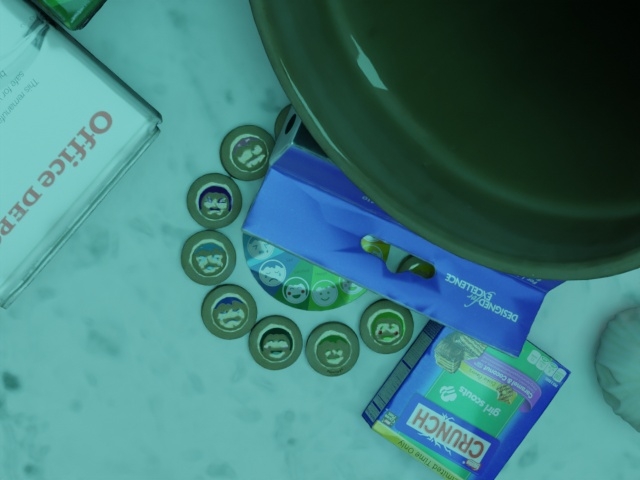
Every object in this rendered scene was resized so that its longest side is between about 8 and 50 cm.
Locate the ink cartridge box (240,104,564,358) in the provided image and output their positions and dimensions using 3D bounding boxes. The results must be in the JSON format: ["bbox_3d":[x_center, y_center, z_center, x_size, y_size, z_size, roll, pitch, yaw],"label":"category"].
[{"bbox_3d":[0.083,-0.058,1.210,0.206,0.045,0.208,24,82,-10],"label":"ink cartridge box"}]

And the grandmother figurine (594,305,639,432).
[{"bbox_3d":[0.350,0.112,1.270,0.342,0.104,0.207,11,69,-6],"label":"grandmother figurine"}]

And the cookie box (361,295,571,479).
[{"bbox_3d":[0.096,0.102,1.257,0.092,0.040,0.107,35,92,-10],"label":"cookie box"}]

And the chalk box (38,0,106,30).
[{"bbox_3d":[-0.111,-0.286,1.105,0.179,0.180,0.289,43,90,-11],"label":"chalk box"}]

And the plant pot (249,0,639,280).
[{"bbox_3d":[0.163,-0.184,1.084,0.280,0.323,0.323,-40,104,-39],"label":"plant pot"}]

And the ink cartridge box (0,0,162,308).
[{"bbox_3d":[-0.227,-0.086,1.161,0.218,0.092,0.158,41,91,-9],"label":"ink cartridge box"}]

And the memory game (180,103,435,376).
[{"bbox_3d":[0.000,0.000,1.244,0.186,0.012,0.186,-1,98,-7],"label":"memory game"}]
